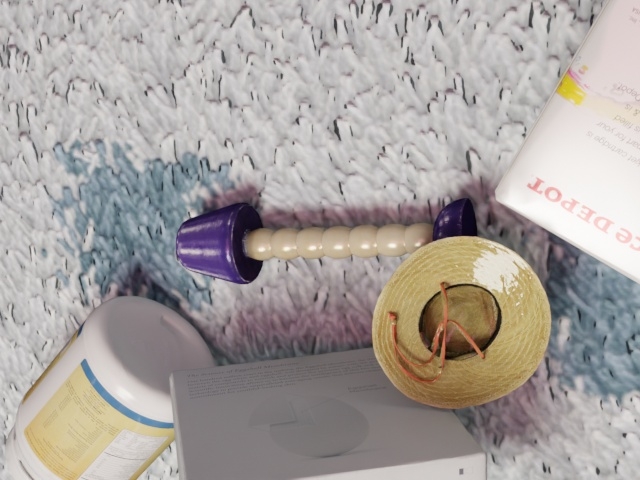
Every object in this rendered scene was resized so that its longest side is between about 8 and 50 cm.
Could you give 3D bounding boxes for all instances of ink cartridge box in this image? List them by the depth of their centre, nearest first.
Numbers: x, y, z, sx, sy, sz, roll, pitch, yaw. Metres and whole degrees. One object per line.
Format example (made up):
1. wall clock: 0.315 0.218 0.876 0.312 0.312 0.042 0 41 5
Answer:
1. ink cartridge box: 0.263 -0.100 0.681 0.171 0.168 0.233 33 115 10

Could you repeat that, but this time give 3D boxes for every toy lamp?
1. toy lamp: 0.000 0.000 0.869 0.274 0.080 0.080 -2 105 19

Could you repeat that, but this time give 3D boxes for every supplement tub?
1. supplement tub: -0.213 0.167 0.966 0.144 0.144 0.200 45 117 3

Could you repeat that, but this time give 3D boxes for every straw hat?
1. straw hat: 0.115 0.066 0.794 0.144 0.061 0.144 0 90 11

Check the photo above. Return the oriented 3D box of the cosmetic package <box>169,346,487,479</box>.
1. cosmetic package: -0.004 0.199 0.805 0.224 0.225 0.138 -6 108 -10
